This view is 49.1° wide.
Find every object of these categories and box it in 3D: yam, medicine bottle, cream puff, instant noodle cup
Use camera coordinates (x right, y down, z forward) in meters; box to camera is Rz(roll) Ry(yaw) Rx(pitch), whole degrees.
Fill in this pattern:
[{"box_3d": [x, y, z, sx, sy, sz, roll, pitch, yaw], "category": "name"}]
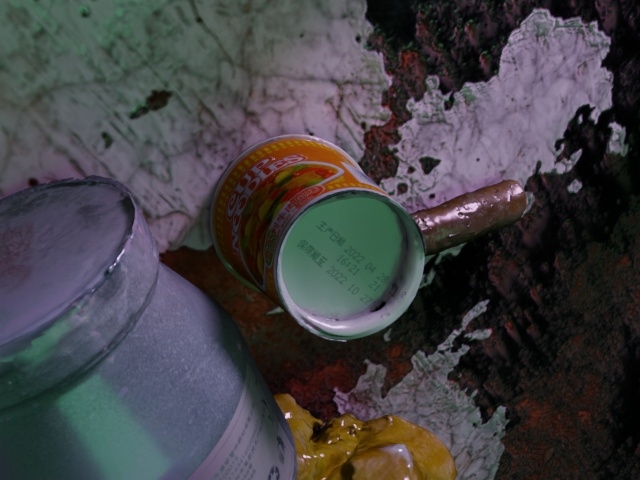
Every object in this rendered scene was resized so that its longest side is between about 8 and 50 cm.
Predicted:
[{"box_3d": [0.123, -0.011, 0.770, 0.253, 0.061, 0.061, -19, 125, -22], "category": "yam"}, {"box_3d": [-0.172, 0.120, 0.547, 0.245, 0.245, 0.289, -31, 126, -14], "category": "medicine bottle"}, {"box_3d": [-0.033, 0.307, 0.749, 0.378, 0.275, 0.378, -32, 159, -14], "category": "cream puff"}, {"box_3d": [0.000, 0.000, 0.587, 0.169, 0.185, 0.168, -4, 104, -14], "category": "instant noodle cup"}]
